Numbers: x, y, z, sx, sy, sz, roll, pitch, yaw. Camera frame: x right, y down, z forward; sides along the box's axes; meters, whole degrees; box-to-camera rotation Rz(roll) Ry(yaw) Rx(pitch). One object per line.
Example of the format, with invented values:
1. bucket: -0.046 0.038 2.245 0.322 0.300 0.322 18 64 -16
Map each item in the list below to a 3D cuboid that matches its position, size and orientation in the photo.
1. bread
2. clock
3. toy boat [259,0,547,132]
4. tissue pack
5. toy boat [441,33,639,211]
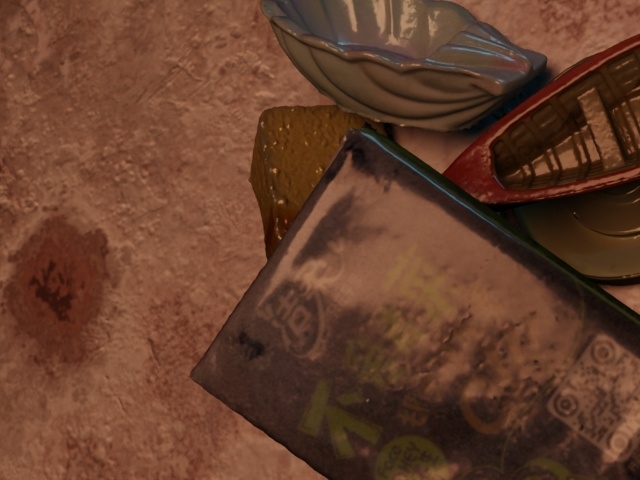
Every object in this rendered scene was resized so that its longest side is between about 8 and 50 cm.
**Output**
1. bread: 0.000 0.000 1.878 0.178 0.141 0.266 -32 60 35
2. clock: 0.289 -0.073 1.780 0.235 0.029 0.235 -8 72 26
3. toy boat: 0.076 -0.184 1.860 0.290 0.199 0.100 20 123 27
4. tissue pack: 0.118 0.119 1.695 0.394 0.124 0.288 35 96 9
5. toy boat: 0.289 -0.113 1.731 0.392 0.079 0.136 -25 66 20
